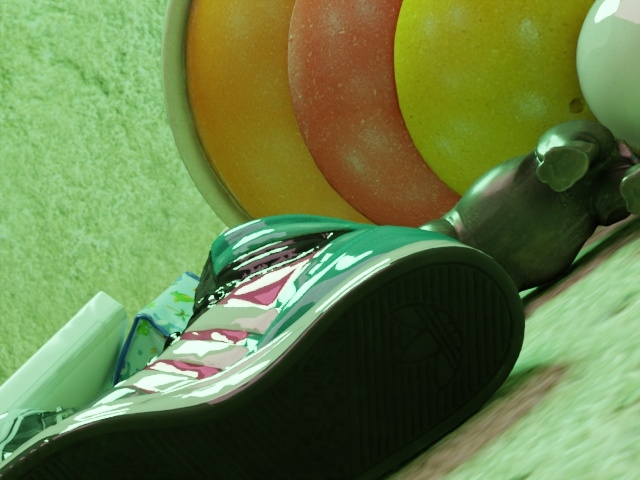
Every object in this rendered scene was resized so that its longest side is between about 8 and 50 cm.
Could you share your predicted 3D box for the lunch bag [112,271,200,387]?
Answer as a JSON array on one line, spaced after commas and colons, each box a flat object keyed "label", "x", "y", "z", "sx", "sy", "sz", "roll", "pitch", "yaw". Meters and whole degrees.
[{"label": "lunch bag", "x": -0.135, "y": 0.126, "z": 1.772, "sx": 0.151, "sy": 0.096, "sz": 0.129, "roll": -67, "pitch": -11, "yaw": 23}]

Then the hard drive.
[{"label": "hard drive", "x": -0.287, "y": 0.203, "z": 1.687, "sx": 0.307, "sy": 0.040, "sz": 0.203, "roll": -47, "pitch": -17, "yaw": -34}]

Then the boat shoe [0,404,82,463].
[{"label": "boat shoe", "x": -0.196, "y": 0.187, "z": 1.471, "sx": 0.119, "sy": 0.121, "sz": 0.335, "roll": -15, "pitch": 2, "yaw": -1}]

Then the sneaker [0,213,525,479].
[{"label": "sneaker", "x": -0.053, "y": 0.078, "z": 0.952, "sx": 0.296, "sy": 0.123, "sz": 0.178, "roll": -28, "pitch": 13, "yaw": -4}]

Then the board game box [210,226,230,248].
[{"label": "board game box", "x": 0.030, "y": -0.025, "z": 1.792, "sx": 0.259, "sy": 0.039, "sz": 0.124, "roll": -2, "pitch": 34, "yaw": 35}]

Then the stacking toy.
[{"label": "stacking toy", "x": 0.126, "y": -0.116, "z": 1.279, "sx": 0.351, "sy": 0.350, "sz": 0.480, "roll": -37, "pitch": 20, "yaw": -17}]

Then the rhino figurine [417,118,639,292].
[{"label": "rhino figurine", "x": 0.086, "y": 0.014, "z": 1.099, "sx": 0.243, "sy": 0.073, "sz": 0.106, "roll": -37, "pitch": 6, "yaw": 11}]
